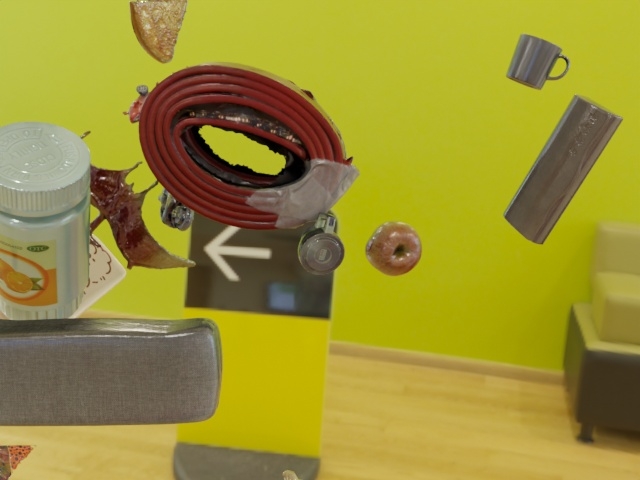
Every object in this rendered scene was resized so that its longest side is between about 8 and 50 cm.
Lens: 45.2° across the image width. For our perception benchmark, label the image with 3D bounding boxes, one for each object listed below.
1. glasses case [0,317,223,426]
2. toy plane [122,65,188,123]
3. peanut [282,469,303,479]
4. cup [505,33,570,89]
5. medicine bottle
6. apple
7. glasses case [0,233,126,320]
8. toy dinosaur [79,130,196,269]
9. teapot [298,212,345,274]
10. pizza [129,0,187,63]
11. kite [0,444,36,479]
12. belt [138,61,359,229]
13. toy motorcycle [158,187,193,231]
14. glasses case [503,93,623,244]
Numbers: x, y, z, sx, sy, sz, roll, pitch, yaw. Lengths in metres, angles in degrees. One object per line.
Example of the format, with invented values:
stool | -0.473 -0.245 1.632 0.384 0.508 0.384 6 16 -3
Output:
glasses case | -0.286 0.164 0.966 0.323 0.131 0.074 0 14 -3
toy plane | -0.363 -0.330 1.718 0.077 0.194 0.126 22 -17 14
peanut | -0.054 0.564 1.777 0.083 0.037 0.037 42 19 4
cup | 0.379 -0.304 1.336 0.100 0.077 0.078 25 12 19
medicine bottle | -0.437 -0.013 1.189 0.158 0.318 0.158 9 45 -9
apple | 0.165 0.017 1.716 0.126 0.126 0.102 1 10 -13
glasses case | -0.583 0.113 1.730 0.076 0.144 0.336 -35 9 30
toy dinosaur | -0.387 -0.066 1.527 0.327 0.206 0.113 24 13 10
teapot | 0.000 0.000 1.100 0.066 0.087 0.057 9 21 -19
pizza | -0.418 -0.577 2.026 0.053 0.201 0.193 19 54 33
kite | -0.712 0.479 1.645 0.008 0.125 0.222 -37 16 30
belt | -0.103 -0.135 1.141 0.324 0.227 0.115 23 16 -6
toy motorcycle | -0.273 -0.094 1.472 0.061 0.193 0.124 13 -29 -32
glasses case | 0.306 -0.091 0.988 0.042 0.190 0.072 5 33 -37
